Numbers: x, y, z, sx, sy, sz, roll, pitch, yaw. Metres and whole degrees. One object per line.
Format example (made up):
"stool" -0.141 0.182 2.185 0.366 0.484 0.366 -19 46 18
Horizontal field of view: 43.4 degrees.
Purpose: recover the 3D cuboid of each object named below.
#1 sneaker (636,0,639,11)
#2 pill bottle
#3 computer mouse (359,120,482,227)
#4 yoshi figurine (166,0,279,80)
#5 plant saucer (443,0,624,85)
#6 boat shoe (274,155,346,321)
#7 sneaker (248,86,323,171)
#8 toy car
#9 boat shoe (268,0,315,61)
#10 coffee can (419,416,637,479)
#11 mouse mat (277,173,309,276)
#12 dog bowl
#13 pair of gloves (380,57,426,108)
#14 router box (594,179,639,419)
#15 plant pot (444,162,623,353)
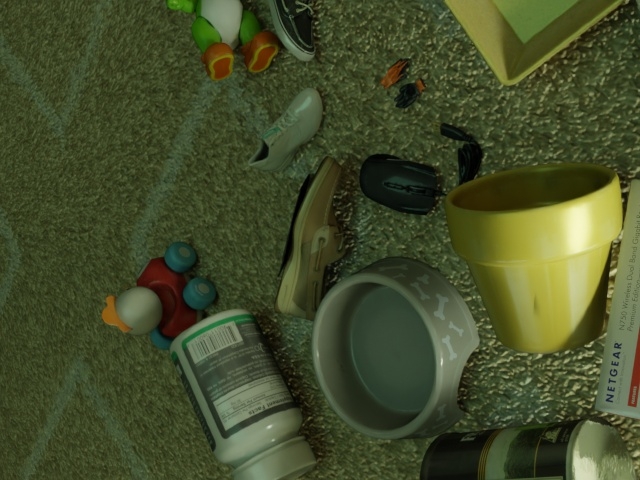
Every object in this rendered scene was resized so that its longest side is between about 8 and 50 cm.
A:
"sneaker" 0.543 -0.252 1.071 0.161 0.102 0.282 -24 78 38
"pill bottle" -0.162 0.344 1.703 0.204 0.204 0.361 -42 66 37
"computer mouse" 0.167 -0.131 1.452 0.262 0.060 0.184 25 112 38
"yoshi figurine" -0.218 -0.536 1.692 0.203 0.203 0.362 -30 71 24
"plant saucer" 0.327 -0.463 1.211 0.332 0.081 0.333 -37 85 33
"boat shoe" 0.000 0.000 1.597 0.110 0.122 0.341 17 113 3
"sneaker" -0.075 -0.221 1.642 0.080 0.094 0.212 53 125 27
"toy car" -0.413 0.141 1.890 0.219 0.238 0.210 -47 64 35
"boat shoe" -0.054 -0.464 1.611 0.070 0.077 0.219 -35 69 40
"coffee can" 0.324 0.393 1.264 0.275 0.201 0.202 -19 81 41
"mouse mat" -0.053 -0.032 1.620 0.007 0.153 0.190 15 109 2
"dog bowl" 0.124 0.207 1.498 0.348 0.102 0.349 5 98 41
"pair of gloves" 0.152 -0.290 1.484 0.074 0.010 0.083 -42 69 35
"router box" 0.542 0.090 1.050 0.301 0.082 0.336 6 80 42
"plant pot" 0.328 0.029 1.212 0.254 0.254 0.239 3 112 42
